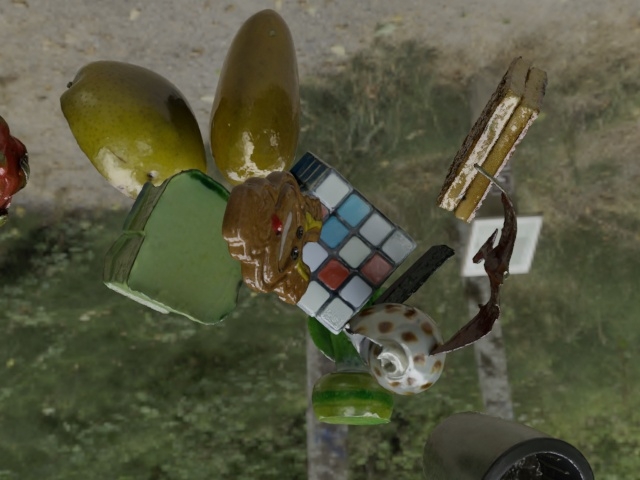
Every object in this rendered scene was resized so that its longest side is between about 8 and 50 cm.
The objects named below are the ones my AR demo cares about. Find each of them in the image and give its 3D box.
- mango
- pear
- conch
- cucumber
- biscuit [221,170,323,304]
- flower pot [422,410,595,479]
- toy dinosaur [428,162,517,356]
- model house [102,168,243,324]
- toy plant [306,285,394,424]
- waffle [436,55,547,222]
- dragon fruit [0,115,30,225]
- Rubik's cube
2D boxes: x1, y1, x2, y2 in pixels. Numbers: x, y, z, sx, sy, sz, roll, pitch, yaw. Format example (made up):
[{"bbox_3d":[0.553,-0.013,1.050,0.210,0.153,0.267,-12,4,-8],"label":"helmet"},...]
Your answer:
[{"bbox_3d":[-0.156,-0.347,2.104,0.220,0.445,0.301,4,174,-6],"label":"mango"},{"bbox_3d":[-0.397,-0.263,2.011,0.191,0.340,0.386,-35,117,22],"label":"pear"},{"bbox_3d":[0.152,0.199,1.627,0.149,0.183,0.275,-39,159,-10],"label":"conch"},{"bbox_3d":[0.178,0.084,1.750,0.220,0.046,0.070,-40,176,-16],"label":"cucumber"},{"bbox_3d":[-0.061,-0.006,1.280,0.044,0.186,0.295,8,173,21],"label":"biscuit"},{"bbox_3d":[0.394,0.525,1.920,0.293,0.293,0.330,0,-172,-18],"label":"flower pot"},{"bbox_3d":[0.269,0.034,1.484,0.113,0.206,0.327,7,138,-3],"label":"toy dinosaur"},{"bbox_3d":[-0.231,0.008,1.386,0.195,0.214,0.189,27,166,-33],"label":"model house"},{"bbox_3d":[0.072,0.256,1.987,0.224,0.316,0.184,-5,161,24],"label":"toy plant"},{"bbox_3d":[0.357,-0.213,1.804,0.091,0.213,0.308,28,128,0],"label":"waffle"},{"bbox_3d":[-0.712,-0.128,1.663,0.305,0.305,0.226,3,-150,-34],"label":"dragon fruit"},{"bbox_3d":[0.000,-0.001,1.808,0.253,0.256,0.259,42,-179,-16],"label":"Rubik's cube"}]
